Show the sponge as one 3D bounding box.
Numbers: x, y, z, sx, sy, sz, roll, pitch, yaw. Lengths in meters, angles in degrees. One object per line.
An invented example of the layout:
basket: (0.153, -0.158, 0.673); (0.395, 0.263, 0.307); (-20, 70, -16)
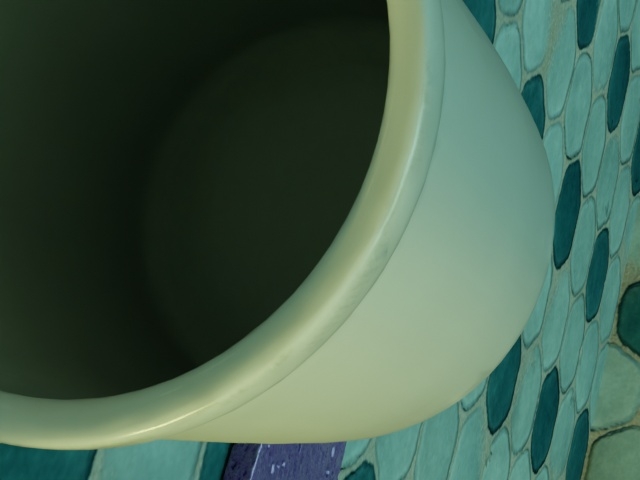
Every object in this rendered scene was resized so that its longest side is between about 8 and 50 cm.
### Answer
sponge: (-0.029, 0.201, 1.305); (0.210, 0.031, 0.117); (42, 60, -63)

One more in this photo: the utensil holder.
utensil holder: (-0.051, -0.043, 0.794); (0.385, 0.327, 0.327); (29, 72, -70)
